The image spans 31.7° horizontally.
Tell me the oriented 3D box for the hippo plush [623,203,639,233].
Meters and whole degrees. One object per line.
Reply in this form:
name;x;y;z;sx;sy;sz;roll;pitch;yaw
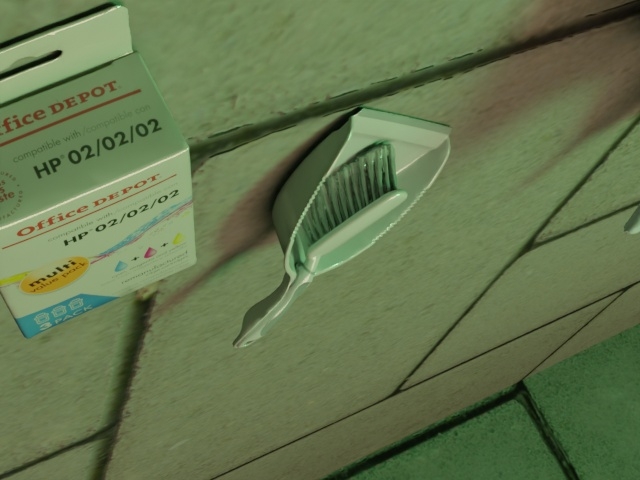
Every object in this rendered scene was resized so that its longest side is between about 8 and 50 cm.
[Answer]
hippo plush;0.361;-0.135;0.847;0.294;0.234;0.236;8;165;36

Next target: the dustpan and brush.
dustpan and brush;0.000;0.000;0.798;0.211;0.060;0.147;-38;160;26

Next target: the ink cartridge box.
ink cartridge box;-0.120;-0.025;0.544;0.104;0.061;0.181;-25;161;-14
